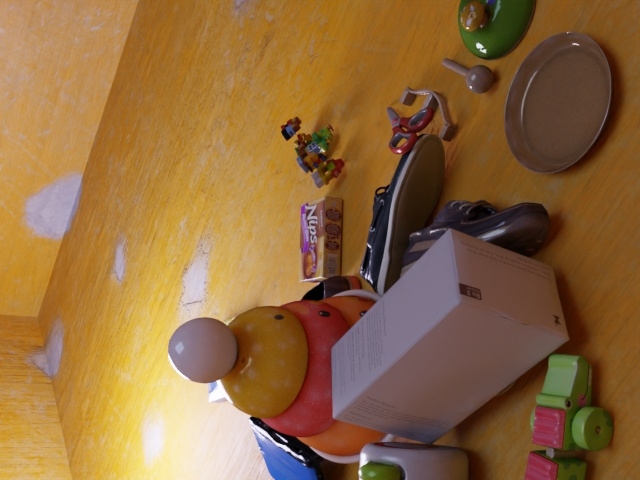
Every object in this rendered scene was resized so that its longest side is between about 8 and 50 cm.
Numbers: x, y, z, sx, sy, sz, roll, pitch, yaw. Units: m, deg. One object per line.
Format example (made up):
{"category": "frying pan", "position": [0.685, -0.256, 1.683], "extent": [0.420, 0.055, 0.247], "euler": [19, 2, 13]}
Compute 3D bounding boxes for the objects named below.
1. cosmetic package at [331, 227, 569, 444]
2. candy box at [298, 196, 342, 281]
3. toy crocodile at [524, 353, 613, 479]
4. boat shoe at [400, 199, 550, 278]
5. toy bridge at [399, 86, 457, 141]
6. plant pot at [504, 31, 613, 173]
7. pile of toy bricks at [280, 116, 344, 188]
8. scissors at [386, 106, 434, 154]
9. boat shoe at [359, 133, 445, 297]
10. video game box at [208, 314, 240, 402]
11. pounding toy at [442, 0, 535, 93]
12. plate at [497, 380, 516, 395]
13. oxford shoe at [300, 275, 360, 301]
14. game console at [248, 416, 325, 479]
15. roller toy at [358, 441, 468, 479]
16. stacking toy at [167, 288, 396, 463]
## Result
{"category": "cosmetic package", "position": [0.199, 0.173, 1.509], "extent": [0.385, 0.217, 0.156], "euler": [-49, 31, 39]}
{"category": "candy box", "position": [0.000, 0.000, 2.089], "extent": [0.109, 0.053, 0.187], "euler": [-12, 75, 57]}
{"category": "toy crocodile", "position": [0.359, 0.342, 1.380], "extent": [0.115, 0.105, 0.341], "euler": [5, 87, 58]}
{"category": "boat shoe", "position": [0.253, -0.012, 1.604], "extent": [0.355, 0.132, 0.130], "euler": [-28, 60, 52]}
{"category": "toy bridge", "position": [0.218, -0.267, 1.816], "extent": [0.063, 0.026, 0.188], "euler": [-65, 35, 23]}
{"category": "plant pot", "position": [0.398, -0.226, 1.508], "extent": [0.236, 0.032, 0.236], "euler": [-19, 67, 55]}
{"category": "pile of toy bricks", "position": [-0.010, -0.228, 2.125], "extent": [0.105, 0.118, 0.212], "euler": [-36, 36, 9]}
{"category": "scissors", "position": [0.149, -0.227, 1.817], "extent": [0.109, 0.021, 0.297], "euler": [-53, 18, 0]}
{"category": "boat shoe", "position": [0.150, -0.055, 1.788], "extent": [0.113, 0.127, 0.340], "euler": [29, 118, 44]}
{"category": "video game box", "position": [-0.244, 0.320, 2.426], "extent": [0.187, 0.048, 0.205], "euler": [-28, 61, 51]}
{"category": "pounding toy", "position": [0.279, -0.408, 1.665], "extent": [0.183, 0.110, 0.237], "euler": [52, 126, 50]}
{"category": "plate", "position": [0.301, 0.179, 1.588], "extent": [0.188, 0.024, 0.188], "euler": [-21, 65, 56]}
{"category": "oxford shoe", "position": [-0.019, 0.161, 2.041], "extent": [0.271, 0.098, 0.097], "euler": [-53, 42, 39]}
{"category": "game console", "position": [-0.019, 0.444, 2.051], "extent": [0.293, 0.173, 0.250], "euler": [17, 129, 59]}
{"category": "roller toy", "position": [0.166, 0.435, 1.598], "extent": [0.191, 0.209, 0.146], "euler": [107, 166, -82]}
{"category": "stacking toy", "position": [-0.076, 0.232, 1.709], "extent": [0.350, 0.479, 0.351], "euler": [-15, 68, 41]}
